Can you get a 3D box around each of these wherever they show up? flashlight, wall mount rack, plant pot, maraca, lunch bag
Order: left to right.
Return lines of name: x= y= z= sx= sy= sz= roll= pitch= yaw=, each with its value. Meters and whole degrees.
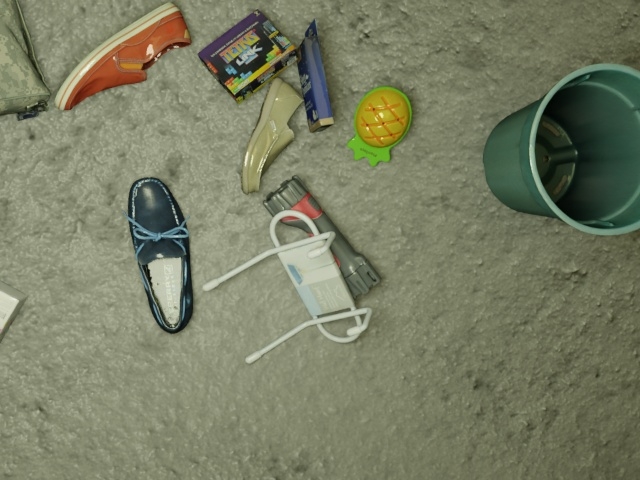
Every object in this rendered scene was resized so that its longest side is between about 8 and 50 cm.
lunch bag: x=-0.693 y=-0.378 z=1.382 sx=0.256 sy=0.212 sz=0.305 roll=-19 pitch=99 yaw=-26
wall mount rack: x=-0.066 y=0.122 z=1.547 sx=0.304 sy=0.130 sz=0.350 roll=-17 pitch=111 yaw=26
flashlight: x=0.000 y=0.000 z=1.589 sx=0.103 sy=0.103 sz=0.304 roll=-40 pitch=103 yaw=-12
maraca: x=0.133 y=-0.258 z=1.603 sx=0.127 sy=0.099 sz=0.186 roll=21 pitch=113 yaw=-3
plant pot: x=0.540 y=-0.187 z=1.560 sx=0.341 sy=0.334 sz=0.341 roll=-1 pitch=93 yaw=-11

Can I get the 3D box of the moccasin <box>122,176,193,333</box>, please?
moccasin: x=-0.327 y=0.029 z=1.511 sx=0.137 sy=0.117 sz=0.342 roll=-16 pitch=95 yaw=-10

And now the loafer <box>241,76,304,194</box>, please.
loafer: x=-0.106 y=-0.224 z=1.553 sx=0.092 sy=0.102 sz=0.268 roll=18 pitch=88 yaw=-5

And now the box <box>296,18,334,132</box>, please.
box: x=-0.017 y=-0.356 z=1.547 sx=0.036 sy=0.136 sz=0.225 roll=-10 pitch=93 yaw=-10

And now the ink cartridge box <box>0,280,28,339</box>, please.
ink cartridge box: x=-0.690 y=0.158 z=1.460 sx=0.092 sy=0.090 sz=0.143 roll=31 pitch=87 yaw=-10

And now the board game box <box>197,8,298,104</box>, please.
board game box: x=-0.157 y=-0.401 z=1.536 sx=0.170 sy=0.048 sz=0.141 roll=-39 pitch=73 yaw=-8

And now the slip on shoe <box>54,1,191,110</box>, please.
slip on shoe: x=-0.413 y=-0.370 z=1.486 sx=0.331 sy=0.123 sz=0.101 roll=-39 pitch=102 yaw=-12
